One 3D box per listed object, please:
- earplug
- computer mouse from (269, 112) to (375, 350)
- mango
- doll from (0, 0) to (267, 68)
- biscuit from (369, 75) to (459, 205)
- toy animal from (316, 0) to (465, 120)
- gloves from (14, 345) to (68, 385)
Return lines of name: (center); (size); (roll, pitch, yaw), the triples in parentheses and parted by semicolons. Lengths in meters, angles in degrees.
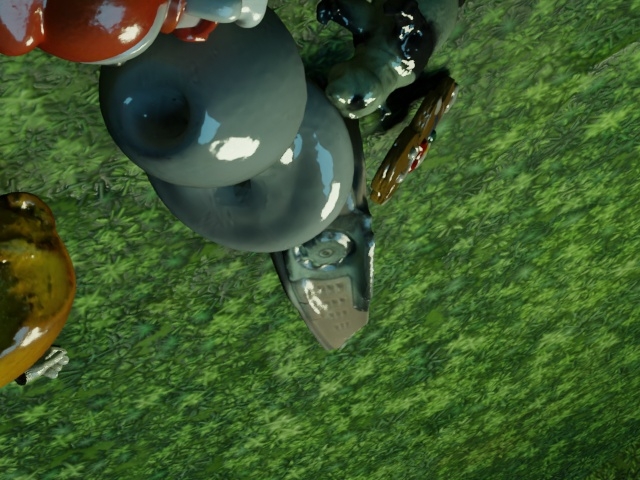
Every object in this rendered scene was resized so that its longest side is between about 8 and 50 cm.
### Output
earplug: (-0.091, -0.096, 1.436); (0.214, 0.175, 0.325); (5, 155, 18)
computer mouse: (-0.006, -0.001, 1.712); (0.115, 0.199, 0.389); (-1, 142, -2)
mango: (-0.389, 0.091, 1.507); (0.350, 0.201, 0.199); (-31, 125, 23)
doll: (-0.184, -0.201, 1.212); (0.290, 0.161, 0.130); (-3, 120, -31)
biscuit: (0.095, -0.097, 1.655); (0.138, 0.031, 0.205); (-61, 174, 21)
toy animal: (0.067, -0.203, 1.436); (0.094, 0.225, 0.121); (8, 141, 25)
gloves: (-0.322, 0.144, 1.811); (0.081, 0.037, 0.044); (-15, 178, -45)
